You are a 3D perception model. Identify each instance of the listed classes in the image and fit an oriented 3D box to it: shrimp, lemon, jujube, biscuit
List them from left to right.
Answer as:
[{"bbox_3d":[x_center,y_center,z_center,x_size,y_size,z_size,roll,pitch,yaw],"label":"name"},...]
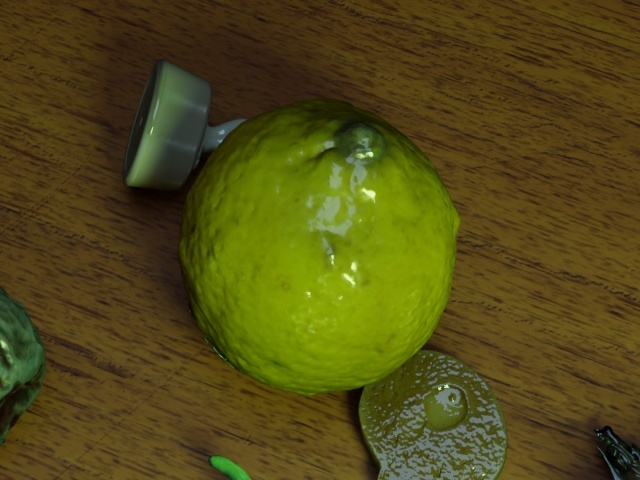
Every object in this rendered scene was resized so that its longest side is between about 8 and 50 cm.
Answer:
[{"bbox_3d":[-0.485,0.116,1.727,0.317,0.226,0.226,41,69,12],"label":"jujube"},{"bbox_3d":[0.000,0.000,1.707,0.349,0.387,0.350,8,45,-7],"label":"lemon"},{"bbox_3d":[0.138,0.239,1.759,0.181,0.049,0.208,-17,64,-9],"label":"biscuit"},{"bbox_3d":[0.468,0.299,1.742,0.198,0.051,0.262,-33,70,-24],"label":"shrimp"}]

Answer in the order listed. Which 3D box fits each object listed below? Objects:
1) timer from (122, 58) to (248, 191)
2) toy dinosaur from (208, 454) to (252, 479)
[{"bbox_3d":[-0.116,-0.125,1.910,0.266,0.175,0.175,15,62,-14],"label":"timer"},{"bbox_3d":[-0.142,0.536,1.581,0.374,0.144,0.500,-30,63,-3],"label":"toy dinosaur"}]
